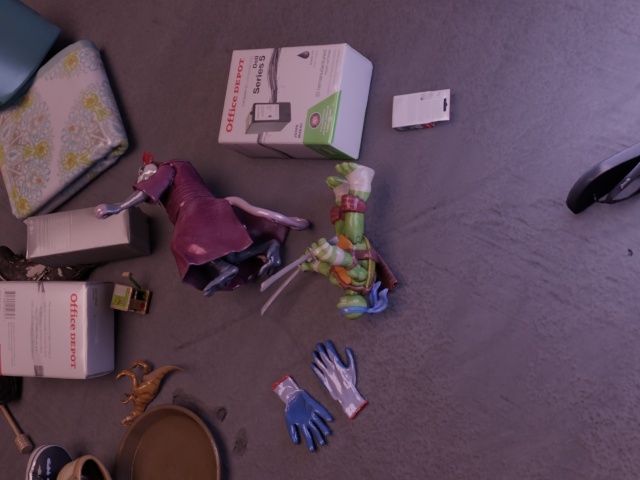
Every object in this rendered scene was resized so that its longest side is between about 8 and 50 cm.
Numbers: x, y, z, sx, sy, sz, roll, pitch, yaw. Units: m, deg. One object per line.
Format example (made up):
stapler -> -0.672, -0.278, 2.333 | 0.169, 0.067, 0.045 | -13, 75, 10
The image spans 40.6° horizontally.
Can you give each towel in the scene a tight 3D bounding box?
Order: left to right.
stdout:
towel -> -0.635, -0.257, 2.084 | 0.374, 0.090, 0.321 | -34, 66, 22

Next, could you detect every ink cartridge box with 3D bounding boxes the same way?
ink cartridge box -> -0.598, 0.192, 1.895 | 0.282, 0.117, 0.207 | 0, 89, 19
ink cartridge box -> -0.053, -0.269, 1.701 | 0.272, 0.114, 0.199 | 4, 82, 33
ink cartridge box -> 0.190, -0.240, 1.596 | 0.115, 0.029, 0.063 | -3, 78, 30

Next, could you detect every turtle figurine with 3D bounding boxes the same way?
turtle figurine -> 0.000, 0.000, 1.557 | 0.274, 0.198, 0.267 | 2, 73, 21

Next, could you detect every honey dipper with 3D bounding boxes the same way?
honey dipper -> -0.715, 0.430, 2.018 | 0.030, 0.030, 0.161 | -52, 55, 12

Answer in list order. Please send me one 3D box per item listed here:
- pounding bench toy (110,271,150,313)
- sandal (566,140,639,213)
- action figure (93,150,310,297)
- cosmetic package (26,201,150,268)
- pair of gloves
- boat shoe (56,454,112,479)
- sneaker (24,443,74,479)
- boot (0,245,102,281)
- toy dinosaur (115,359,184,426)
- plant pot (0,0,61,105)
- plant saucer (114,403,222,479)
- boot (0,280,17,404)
pounding bench toy -> -0.404, 0.112, 1.868 | 0.052, 0.065, 0.083 | 7, 83, 34
sandal -> 0.495, -0.112, 1.336 | 0.254, 0.097, 0.055 | -33, 64, 22
action figure -> -0.251, -0.069, 1.705 | 0.276, 0.248, 0.370 | -46, 63, 14
cosmetic package -> -0.500, -0.009, 1.881 | 0.237, 0.127, 0.107 | -6, 76, 12
pair of gloves -> -0.001, 0.285, 1.605 | 0.198, 0.023, 0.159 | -45, 60, 17
boat shoe -> -0.433, 0.596, 1.714 | 0.110, 0.121, 0.341 | -35, 74, 48
sneaker -> -0.527, 0.585, 1.807 | 0.127, 0.126, 0.321 | -13, 83, 41
boot -> -0.636, 0.036, 2.024 | 0.263, 0.091, 0.229 | 43, 103, 21
toy dinosaur -> -0.359, 0.298, 1.814 | 0.112, 0.064, 0.211 | 42, 113, 13
plant pot -> -0.777, -0.446, 2.102 | 0.165, 0.165, 0.234 | -8, 56, 50
plant saucer -> -0.303, 0.471, 1.743 | 0.277, 0.041, 0.278 | -8, 75, 30
boot -> -0.830, 0.241, 2.085 | 0.222, 0.118, 0.338 | -13, 67, 37
